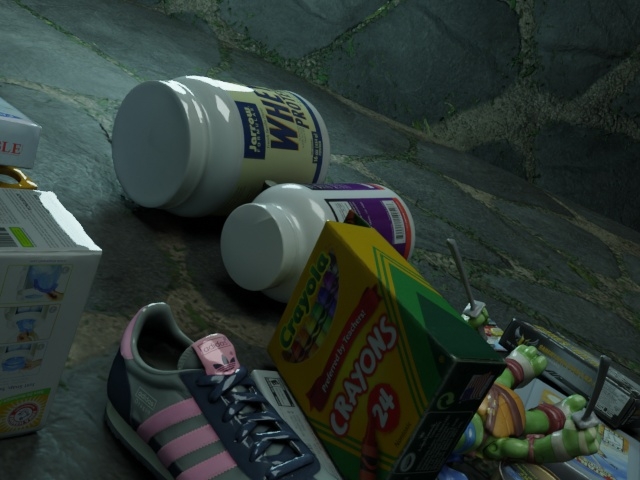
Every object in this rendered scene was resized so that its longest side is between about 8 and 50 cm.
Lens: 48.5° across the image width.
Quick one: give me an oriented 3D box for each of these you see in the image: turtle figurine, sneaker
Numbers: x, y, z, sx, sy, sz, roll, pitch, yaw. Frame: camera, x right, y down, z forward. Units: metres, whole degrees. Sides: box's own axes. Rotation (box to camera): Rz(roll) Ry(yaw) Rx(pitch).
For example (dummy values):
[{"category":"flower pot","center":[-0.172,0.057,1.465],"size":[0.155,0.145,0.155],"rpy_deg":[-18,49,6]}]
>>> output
[{"category":"turtle figurine","center":[0.251,0.163,0.840],"size":[0.197,0.275,0.266],"rpy_deg":[14,1,34]},{"category":"sneaker","center":[-0.089,0.162,0.645],"size":[0.319,0.131,0.112],"rpy_deg":[22,18,35]}]

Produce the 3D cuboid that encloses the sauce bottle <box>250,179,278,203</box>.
[{"category":"sauce bottle","center":[-0.103,-0.038,1.167],"size":[0.042,0.128,0.042],"rpy_deg":[22,24,-10]}]

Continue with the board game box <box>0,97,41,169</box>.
[{"category":"board game box","center":[-0.589,-0.187,0.975],"size":[0.318,0.066,0.318],"rpy_deg":[7,14,-37]}]

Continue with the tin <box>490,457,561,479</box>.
[{"category":"tin","center":[0.288,0.340,0.858],"size":[0.106,0.040,0.189],"rpy_deg":[-2,34,-42]}]

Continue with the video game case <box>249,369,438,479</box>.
[{"category":"video game case","center":[0.027,0.231,0.844],"size":[0.183,0.023,0.201],"rpy_deg":[11,25,-32]}]

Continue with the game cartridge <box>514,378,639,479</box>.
[{"category":"game cartridge","center":[0.359,0.297,1.011],"size":[0.297,0.062,0.198],"rpy_deg":[32,19,15]}]

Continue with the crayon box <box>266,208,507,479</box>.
[{"category":"crayon box","center":[0.045,0.118,0.821],"size":[0.081,0.202,0.318],"rpy_deg":[9,25,-35]}]

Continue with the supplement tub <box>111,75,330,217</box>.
[{"category":"supplement tub","center":[-0.165,-0.156,1.226],"size":[0.235,0.235,0.325],"rpy_deg":[39,26,30]}]

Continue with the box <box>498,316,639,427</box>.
[{"category":"box","center":[0.435,0.220,1.186],"size":[0.183,0.056,0.231],"rpy_deg":[17,16,-49]}]

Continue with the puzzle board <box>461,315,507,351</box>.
[{"category":"puzzle board","center":[0.292,0.166,1.286],"size":[0.128,0.011,0.096],"rpy_deg":[9,27,-34]}]

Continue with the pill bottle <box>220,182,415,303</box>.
[{"category":"pill bottle","center":[0.000,0.000,1.122],"size":[0.181,0.181,0.323],"rpy_deg":[38,25,30]}]

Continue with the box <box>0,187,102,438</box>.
[{"category":"box","center":[-0.290,0.067,0.632],"size":[0.103,0.203,0.114],"rpy_deg":[1,30,-47]}]

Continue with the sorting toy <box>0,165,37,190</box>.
[{"category":"sorting toy","center":[-0.519,-0.053,0.875],"size":[0.347,0.047,0.196],"rpy_deg":[-3,39,-50]}]
